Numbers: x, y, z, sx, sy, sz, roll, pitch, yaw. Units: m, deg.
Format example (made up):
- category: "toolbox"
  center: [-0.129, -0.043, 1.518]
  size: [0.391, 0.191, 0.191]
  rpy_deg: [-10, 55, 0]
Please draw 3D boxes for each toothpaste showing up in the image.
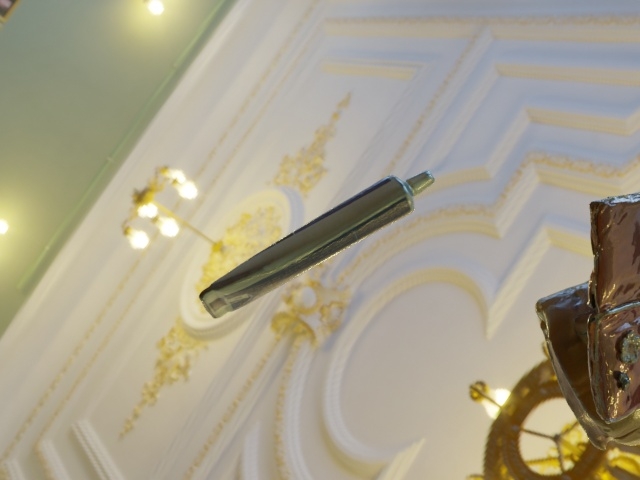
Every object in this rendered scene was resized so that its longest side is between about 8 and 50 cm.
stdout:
- category: "toothpaste"
  center: [0.000, 0.000, 0.637]
  size: [0.197, 0.057, 0.034]
  rpy_deg: [-30, -111, -7]

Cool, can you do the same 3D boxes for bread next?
- category: "bread"
  center: [0.546, 0.161, 1.430]
  size: [0.341, 0.210, 0.300]
  rpy_deg: [-26, -127, 26]

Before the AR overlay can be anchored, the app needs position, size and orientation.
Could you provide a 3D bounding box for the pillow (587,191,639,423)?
- category: "pillow"
  center: [0.316, 0.063, 0.867]
  size: [0.043, 0.126, 0.232]
  rpy_deg: [12, -68, 53]
